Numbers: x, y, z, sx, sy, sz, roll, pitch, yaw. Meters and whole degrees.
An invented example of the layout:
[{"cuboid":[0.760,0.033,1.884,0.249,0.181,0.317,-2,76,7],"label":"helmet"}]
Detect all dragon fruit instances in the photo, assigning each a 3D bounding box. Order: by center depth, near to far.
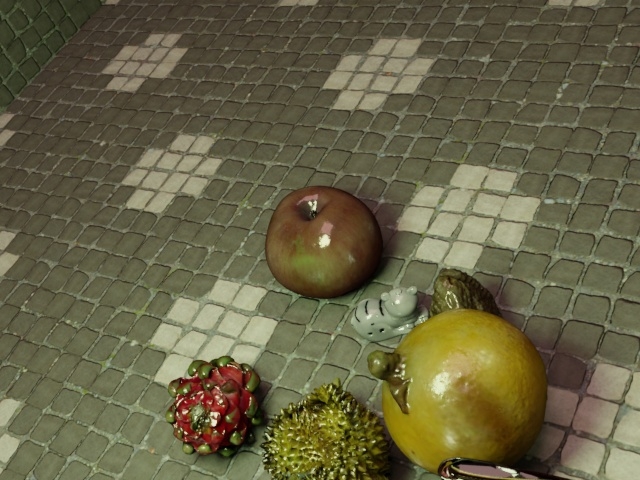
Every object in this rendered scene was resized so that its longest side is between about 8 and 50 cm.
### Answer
[{"cuboid":[-0.228,0.348,1.932,0.219,0.198,0.272,9,51,0],"label":"dragon fruit"}]

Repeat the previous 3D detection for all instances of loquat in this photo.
[{"cuboid":[0.249,0.283,1.660,0.360,0.328,0.328,19,46,-16],"label":"loquat"}]

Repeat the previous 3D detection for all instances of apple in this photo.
[{"cuboid":[0.000,0.000,2.122,0.306,0.235,0.305,-14,43,14],"label":"apple"}]

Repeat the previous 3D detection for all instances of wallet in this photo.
[{"cuboid":[0.356,0.464,1.528,0.262,0.220,0.071,2,46,28],"label":"wallet"}]

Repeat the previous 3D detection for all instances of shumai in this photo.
[{"cuboid":[0.283,0.168,1.882,0.176,0.206,0.166,-36,46,22],"label":"shumai"}]

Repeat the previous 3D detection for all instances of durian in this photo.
[{"cuboid":[0.013,0.414,1.744,0.258,0.258,0.293,-35,34,-7],"label":"durian"}]

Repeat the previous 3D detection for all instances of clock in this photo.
[{"cuboid":[0.149,0.160,1.986,0.176,0.117,0.080,-17,44,12],"label":"clock"}]
